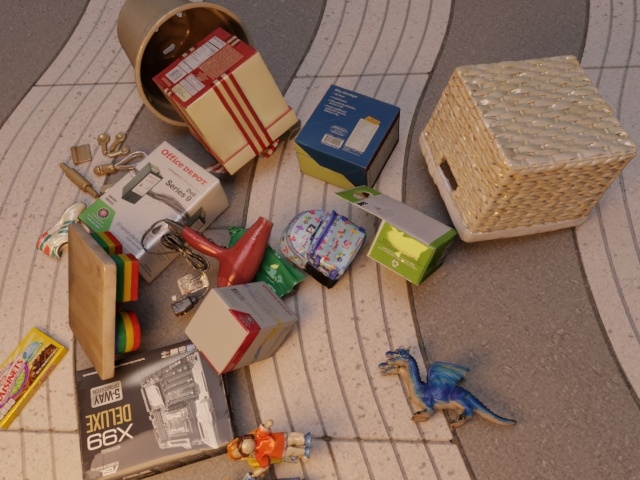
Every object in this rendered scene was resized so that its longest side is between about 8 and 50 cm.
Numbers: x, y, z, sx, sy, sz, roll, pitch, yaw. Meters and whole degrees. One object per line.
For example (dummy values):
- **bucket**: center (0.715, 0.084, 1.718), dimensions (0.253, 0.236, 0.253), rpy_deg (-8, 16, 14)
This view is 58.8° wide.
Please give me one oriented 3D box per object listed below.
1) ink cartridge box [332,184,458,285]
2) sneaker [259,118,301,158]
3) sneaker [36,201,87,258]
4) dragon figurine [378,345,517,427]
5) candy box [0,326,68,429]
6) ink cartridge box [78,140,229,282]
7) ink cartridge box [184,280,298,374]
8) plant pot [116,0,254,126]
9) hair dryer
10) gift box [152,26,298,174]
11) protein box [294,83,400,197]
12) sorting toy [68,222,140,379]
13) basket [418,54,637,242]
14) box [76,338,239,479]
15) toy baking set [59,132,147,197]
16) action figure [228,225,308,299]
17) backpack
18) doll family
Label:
- **ink cartridge box**: center (0.157, -0.023, 1.281), dimensions (0.255, 0.097, 0.188), rpy_deg (30, 24, 20)
- **sneaker**: center (-0.119, -0.287, 1.527), dimensions (0.152, 0.054, 0.061), rpy_deg (-39, 60, -13)
- **sneaker**: center (-0.637, -0.022, 1.442), dimensions (0.075, 0.057, 0.161), rpy_deg (35, 68, 3)
- **dragon figurine**: center (0.259, 0.298, 1.161), dimensions (0.288, 0.085, 0.144), rpy_deg (4, 63, 9)
- **candy box**: center (-0.677, 0.306, 1.279), dimensions (0.105, 0.027, 0.206), rpy_deg (24, 67, 20)
- **ink cartridge box**: center (-0.403, -0.076, 1.402), dimensions (0.211, 0.122, 0.289), rpy_deg (35, 71, 20)
- **ink cartridge box**: center (-0.162, 0.178, 1.196), dimensions (0.128, 0.176, 0.127), rpy_deg (44, 114, 24)
- **plant pot**: center (-0.401, -0.531, 1.562), dimensions (0.333, 0.334, 0.305), rpy_deg (-35, 53, -13)
- **hair dryer**: center (-0.237, 0.026, 1.266), dimensions (0.293, 0.080, 0.224), rpy_deg (-21, 93, -5)
- **gift box**: center (-0.250, -0.332, 1.431), dimensions (0.276, 0.258, 0.255), rpy_deg (-38, 47, -3)
- **protein box**: center (0.072, -0.254, 1.444), dimensions (0.199, 0.136, 0.201), rpy_deg (23, 67, 17)
- **sorting toy**: center (-0.464, 0.119, 1.224), dimensions (0.089, 0.256, 0.257), rpy_deg (-6, 23, -37)
- **basket**: center (0.443, -0.210, 1.281), dimensions (0.330, 0.267, 0.329), rpy_deg (-9, 59, -12)
- **box**: center (-0.342, 0.356, 1.192), dimensions (0.307, 0.077, 0.243), rpy_deg (-15, 61, -4)
- **toy baking set**: center (-0.581, -0.206, 1.540), dimensions (0.196, 0.030, 0.256), rpy_deg (-42, 66, -16)
- **action figure**: center (-0.149, 0.048, 1.345), dimensions (0.137, 0.063, 0.232), rpy_deg (-35, 68, -11)
- **backpack**: center (0.000, 0.000, 1.307), dimensions (0.173, 0.117, 0.158), rpy_deg (35, 70, 4)
- **doll family**: center (-0.108, 0.460, 1.095), dimensions (0.163, 0.118, 0.263), rpy_deg (2, 93, -7)
